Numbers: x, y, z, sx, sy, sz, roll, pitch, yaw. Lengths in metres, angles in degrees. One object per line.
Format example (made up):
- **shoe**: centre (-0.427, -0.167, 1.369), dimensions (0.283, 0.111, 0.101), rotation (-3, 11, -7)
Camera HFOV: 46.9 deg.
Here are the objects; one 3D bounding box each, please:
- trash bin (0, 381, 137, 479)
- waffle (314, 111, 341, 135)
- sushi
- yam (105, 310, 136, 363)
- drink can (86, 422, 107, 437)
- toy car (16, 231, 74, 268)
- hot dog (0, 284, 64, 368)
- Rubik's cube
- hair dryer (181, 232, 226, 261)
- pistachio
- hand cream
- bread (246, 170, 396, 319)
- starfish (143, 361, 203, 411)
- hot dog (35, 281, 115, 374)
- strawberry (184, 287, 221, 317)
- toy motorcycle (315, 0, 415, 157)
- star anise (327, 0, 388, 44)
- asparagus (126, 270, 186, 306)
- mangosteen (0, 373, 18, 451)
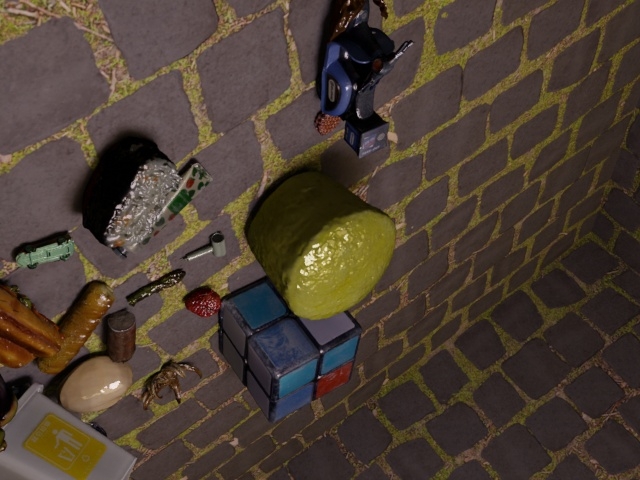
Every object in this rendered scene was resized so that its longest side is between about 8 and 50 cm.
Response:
- **trash bin**: centre (-0.668, 0.564, 1.816), dimensions (0.296, 0.368, 0.256), rotation (-62, 180, 37)
- **waffle**: centre (0.022, -0.301, 1.837), dimensions (0.083, 0.029, 0.075), rotation (-39, 154, -10)
- **sushi**: centre (-0.397, -0.096, 1.519), dimensions (0.225, 0.126, 0.136), rotation (-51, 149, 15)
- **yam**: centre (-0.515, 0.248, 1.903), dimensions (0.079, 0.079, 0.141), rotation (-22, 145, -31)
- **drink can**: centre (-0.712, 0.654, 2.202), dimensions (0.097, 0.097, 0.235), rotation (-10, 139, -43)
- **toy car**: centre (-0.580, 0.023, 1.555), dimensions (0.122, 0.035, 0.059), rotation (-15, 143, -25)
- **hot dog**: centre (-0.679, 0.161, 1.542), dimensions (0.158, 0.117, 0.349), rotation (-22, 149, 6)
- **Rubik's cube**: centre (-0.097, 0.305, 2.233), dimensions (0.318, 0.313, 0.316), rotation (-26, 147, -24)
- **hair dryer**: centre (-0.303, 0.026, 1.900), dimensions (0.124, 0.038, 0.063), rotation (-22, 145, -19)
- **pistachio**: centre (-0.596, 0.374, 1.946), dimensions (0.200, 0.117, 0.145), rotation (-15, 106, -23)
- **hand cream**: centre (-0.362, -0.065, 1.679), dimensions (0.276, 0.059, 0.095), rotation (-44, 153, -3)
- **bread**: centre (0.000, 0.000, 1.938), dimensions (0.348, 0.308, 0.348), rotation (-25, 142, -21)
- **starfish**: centre (-0.459, 0.443, 2.236), dimensions (0.190, 0.074, 0.146), rotation (-43, 150, 3)
- **hot dog**: centre (-0.590, 0.219, 1.781), dimensions (0.083, 0.068, 0.289), rotation (17, 119, -49)
- **strawberry**: centre (-0.325, 0.173, 2.030), dimensions (0.096, 0.083, 0.083), rotation (-10, 139, -33)
- **toy motorcycle**: centre (0.090, -0.372, 1.630), dimensions (0.125, 0.212, 0.358), rotation (-27, 148, -23)
- **star anise**: centre (0.065, -0.552, 1.398), dimensions (0.237, 0.148, 0.346), rotation (12, 124, -3)
- **asparagus**: centre (-0.417, 0.120, 1.889), dimensions (0.165, 0.030, 0.036), rotation (-28, 124, -20)
- **mangosteen**: centre (-0.776, 0.375, 1.549), dimensions (0.275, 0.275, 0.302), rotation (-38, 132, -6)
